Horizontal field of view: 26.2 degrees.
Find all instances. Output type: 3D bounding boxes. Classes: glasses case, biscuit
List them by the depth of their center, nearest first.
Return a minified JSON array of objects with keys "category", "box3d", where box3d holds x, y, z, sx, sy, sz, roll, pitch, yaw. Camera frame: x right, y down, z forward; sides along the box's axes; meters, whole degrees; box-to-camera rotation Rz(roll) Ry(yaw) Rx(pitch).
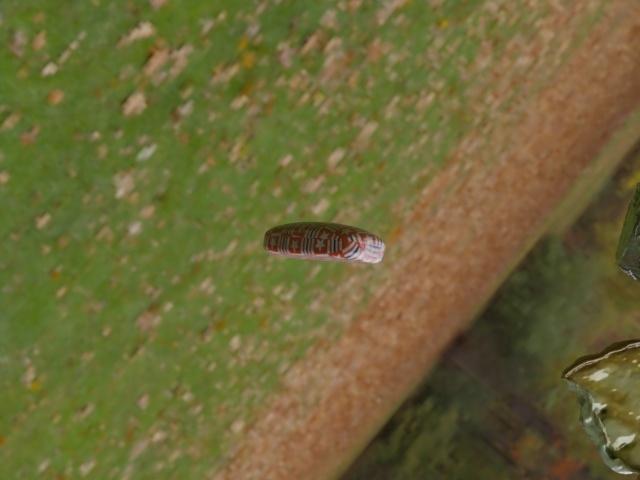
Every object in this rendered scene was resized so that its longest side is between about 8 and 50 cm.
[{"category":"glasses case","box3d":[0.000,0.000,1.840,0.073,0.194,0.049,13,84,-44]},{"category":"biscuit","box3d":[0.569,0.320,2.294,0.078,0.329,0.335,-10,99,-77]}]

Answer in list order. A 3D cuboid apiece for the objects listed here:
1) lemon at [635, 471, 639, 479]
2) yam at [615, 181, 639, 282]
[{"category":"lemon","box3d":[0.506,0.363,1.822,0.257,0.188,0.188,-59,176,-24]},{"category":"yam","box3d":[0.489,0.021,1.766,0.154,0.254,0.154,-48,162,-21]}]
